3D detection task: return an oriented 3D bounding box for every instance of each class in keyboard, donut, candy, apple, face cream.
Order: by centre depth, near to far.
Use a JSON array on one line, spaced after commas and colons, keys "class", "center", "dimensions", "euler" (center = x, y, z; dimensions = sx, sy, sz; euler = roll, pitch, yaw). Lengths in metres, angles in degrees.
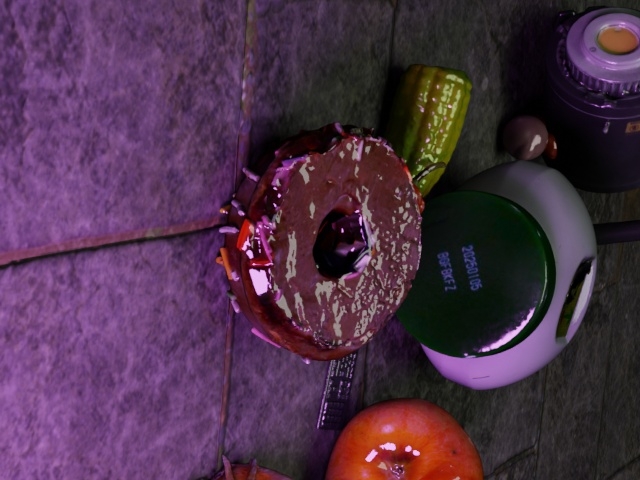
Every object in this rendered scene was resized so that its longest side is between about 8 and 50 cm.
[{"class": "donut", "center": [0.000, 0.000, 1.596], "dimensions": [0.270, 0.103, 0.269], "euler": [-8, 102, -44]}, {"class": "apple", "center": [0.100, 0.300, 1.814], "dimensions": [0.164, 0.210, 0.209], "euler": [70, 37, -73]}, {"class": "candy", "center": [0.121, -0.121, 1.830], "dimensions": [0.097, 0.097, 0.209], "euler": [21, 88, -60]}, {"class": "keyboard", "center": [0.031, 0.141, 1.832], "dimensions": [0.064, 0.010, 0.198], "euler": [14, 86, -59]}, {"class": "face cream", "center": [0.240, 0.046, 1.943], "dimensions": [0.357, 0.220, 0.312], "euler": [5, 105, -67]}]

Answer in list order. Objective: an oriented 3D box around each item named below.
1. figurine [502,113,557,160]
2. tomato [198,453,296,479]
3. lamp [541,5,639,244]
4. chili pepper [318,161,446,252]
[{"class": "figurine", "center": [0.303, -0.154, 2.161], "dimensions": [0.071, 0.083, 0.067], "euler": [-15, 135, -13]}, {"class": "tomato", "center": [-0.069, 0.345, 1.583], "dimensions": [0.214, 0.155, 0.180], "euler": [-28, 126, -56]}, {"class": "lamp", "center": [0.434, -0.205, 2.180], "dimensions": [0.272, 0.205, 0.374], "euler": [77, 7, -73]}, {"class": "chili pepper", "center": [0.054, -0.015, 1.741], "dimensions": [0.272, 0.063, 0.071], "euler": [-42, 130, -22]}]
